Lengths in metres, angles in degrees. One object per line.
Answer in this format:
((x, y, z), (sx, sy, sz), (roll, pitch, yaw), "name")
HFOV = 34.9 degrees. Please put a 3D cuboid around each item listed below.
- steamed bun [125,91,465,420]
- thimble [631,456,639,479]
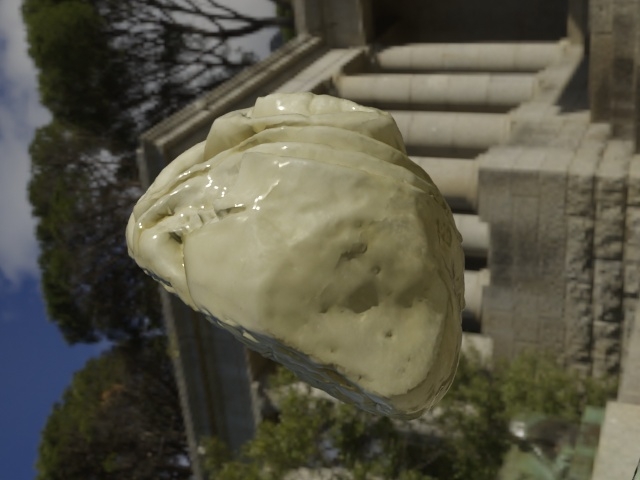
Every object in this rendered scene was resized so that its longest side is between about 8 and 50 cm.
((-0.003, -0.002, 0.826), (0.203, 0.276, 0.289), (-59, 6, -5), "steamed bun")
((0.564, 0.382, 1.568), (0.271, 0.150, 0.271), (-57, -21, -37), "thimble")
